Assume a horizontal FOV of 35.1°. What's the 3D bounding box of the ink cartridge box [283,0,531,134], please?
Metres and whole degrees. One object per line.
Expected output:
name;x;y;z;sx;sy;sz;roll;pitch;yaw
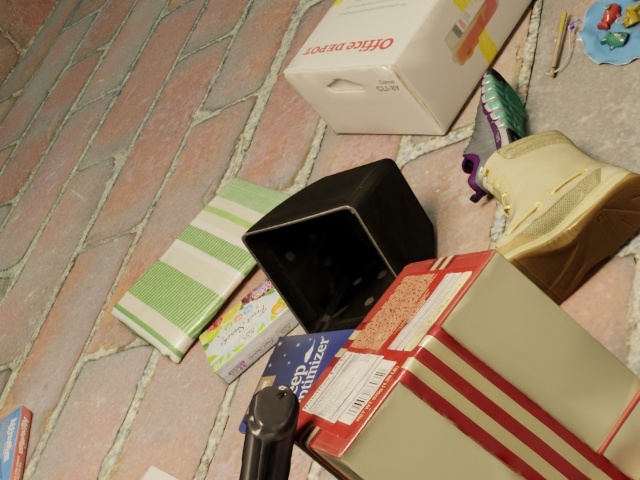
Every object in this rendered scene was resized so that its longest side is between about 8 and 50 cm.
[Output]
ink cartridge box;0.158;-0.358;1.629;0.279;0.160;0.385;8;58;52

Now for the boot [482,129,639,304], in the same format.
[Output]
boot;0.235;-0.019;1.203;0.262;0.095;0.203;-40;32;1

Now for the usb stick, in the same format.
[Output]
usb stick;-0.057;0.258;0.926;0.045;0.278;0.077;8;28;-1

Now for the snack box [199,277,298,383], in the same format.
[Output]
snack box;-0.103;0.128;1.462;0.141;0.037;0.100;-42;33;3

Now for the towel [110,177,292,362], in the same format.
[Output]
towel;-0.186;0.038;1.666;0.325;0.038;0.248;-49;33;-13

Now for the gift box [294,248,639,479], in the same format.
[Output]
gift box;0.143;0.183;0.897;0.255;0.258;0.276;-51;10;-8

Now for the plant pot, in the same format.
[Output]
plant pot;0.044;-0.002;1.330;0.187;0.188;0.167;-15;30;38

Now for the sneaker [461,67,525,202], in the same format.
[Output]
sneaker;0.225;-0.149;1.388;0.098;0.083;0.224;-34;31;28

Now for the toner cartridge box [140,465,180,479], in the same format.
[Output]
toner cartridge box;-0.135;0.387;1.157;0.347;0.075;0.165;7;56;52

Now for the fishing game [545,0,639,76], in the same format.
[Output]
fishing game;0.436;-0.320;1.391;0.264;0.041;0.189;-9;48;42

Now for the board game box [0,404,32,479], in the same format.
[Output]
board game box;-0.539;0.405;1.632;0.145;0.027;0.281;-35;33;16

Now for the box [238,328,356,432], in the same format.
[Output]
box;-0.016;0.182;1.305;0.225;0.036;0.136;-12;43;42
